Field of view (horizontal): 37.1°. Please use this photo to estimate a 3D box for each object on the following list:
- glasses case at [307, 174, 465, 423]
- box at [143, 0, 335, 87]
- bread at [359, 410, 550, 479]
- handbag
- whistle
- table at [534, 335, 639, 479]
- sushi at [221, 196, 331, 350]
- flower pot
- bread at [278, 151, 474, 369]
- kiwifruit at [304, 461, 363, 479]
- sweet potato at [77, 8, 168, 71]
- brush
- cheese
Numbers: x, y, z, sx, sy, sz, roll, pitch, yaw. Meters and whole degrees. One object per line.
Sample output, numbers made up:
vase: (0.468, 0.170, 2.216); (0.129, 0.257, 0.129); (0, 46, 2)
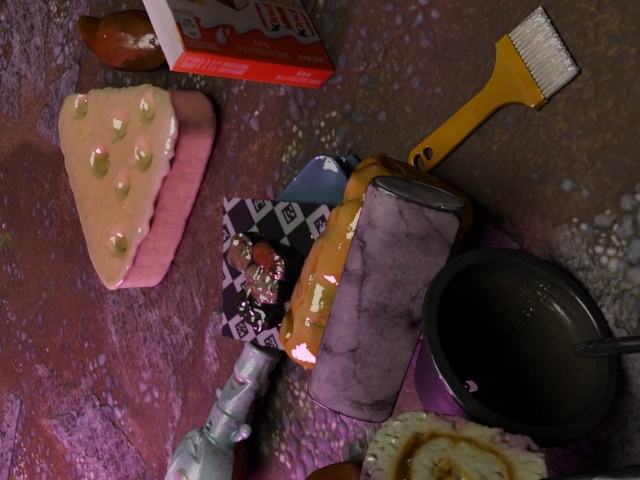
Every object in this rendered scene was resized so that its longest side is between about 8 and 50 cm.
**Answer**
glasses case: (0.072, 0.074, 1.122); (0.114, 0.060, 0.299); (17, 116, 3)
box: (-0.134, -0.342, 1.342); (0.048, 0.273, 0.265); (-42, 63, 39)
bread: (0.168, 0.328, 1.017); (0.187, 0.155, 0.338); (6, 138, 27)
handbag: (0.000, 0.000, 1.370); (0.229, 0.062, 0.179); (-47, 63, 36)
whistle: (-0.153, 0.315, 1.499); (0.142, 0.133, 0.346); (-102, 36, -75)
table: (0.350, 0.199, 0.848); (0.249, 0.317, 0.317); (-24, 74, 34)
sushi: (-0.084, 0.052, 1.378); (0.231, 0.047, 0.220); (6, 98, 43)
flower pot: (0.199, 0.143, 1.083); (0.235, 0.235, 0.148); (65, 152, 22)
bread: (0.064, 0.041, 1.215); (0.132, 0.166, 0.294); (-88, 22, -65)
kiwifruit: (0.022, 0.354, 1.347); (0.124, 0.075, 0.075); (-34, 67, 44)
sweet potato: (-0.336, -0.350, 1.670); (0.359, 0.112, 0.112); (10, 99, 42)
brush: (0.199, -0.165, 1.190); (0.272, 0.013, 0.103); (-42, 62, 39)
cheese: (-0.308, -0.143, 1.647); (0.384, 0.104, 0.384); (3, 94, 47)
